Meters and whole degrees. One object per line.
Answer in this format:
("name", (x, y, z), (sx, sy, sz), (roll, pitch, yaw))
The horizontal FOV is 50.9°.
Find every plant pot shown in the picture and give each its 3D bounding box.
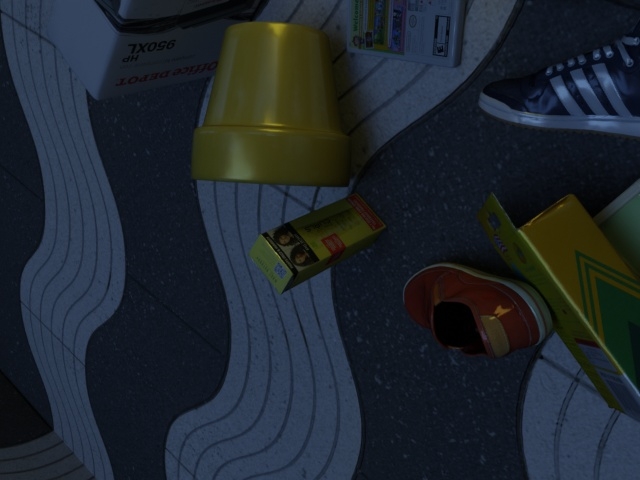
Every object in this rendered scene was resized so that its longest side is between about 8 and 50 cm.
("plant pot", (-0.074, -0.208, 1.066), (0.254, 0.254, 0.238), (7, 97, 42))

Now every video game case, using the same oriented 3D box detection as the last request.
("video game case", (0.120, -0.365, 0.954), (0.193, 0.023, 0.212), (20, 122, 36))

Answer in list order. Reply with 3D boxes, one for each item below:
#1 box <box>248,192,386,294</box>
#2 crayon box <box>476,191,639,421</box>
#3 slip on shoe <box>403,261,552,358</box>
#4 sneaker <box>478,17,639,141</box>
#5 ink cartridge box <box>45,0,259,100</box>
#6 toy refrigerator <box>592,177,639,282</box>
("box", (0.000, 0.000, 1.079), (0.087, 0.232, 0.058), (51, 135, 15))
("crayon box", (0.321, 0.065, 0.832), (0.081, 0.202, 0.318), (-35, 82, 3))
("slip on shoe", (0.194, 0.104, 0.977), (0.123, 0.101, 0.331), (67, 164, -9))
("sneaker", (0.324, -0.204, 0.776), (0.282, 0.099, 0.153), (14, 123, 31))
("ink cartridge box", (-0.232, -0.432, 1.066), (0.166, 0.286, 0.395), (53, 136, 11))
("toy refrigerator", (0.445, 0.045, 0.780), (0.269, 0.094, 0.102), (51, 134, 13))
